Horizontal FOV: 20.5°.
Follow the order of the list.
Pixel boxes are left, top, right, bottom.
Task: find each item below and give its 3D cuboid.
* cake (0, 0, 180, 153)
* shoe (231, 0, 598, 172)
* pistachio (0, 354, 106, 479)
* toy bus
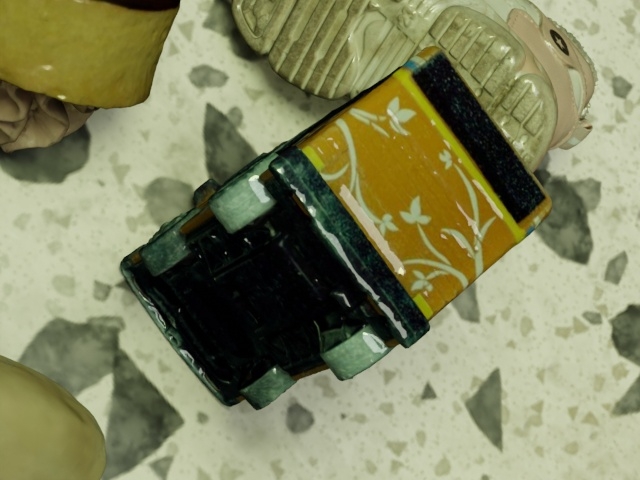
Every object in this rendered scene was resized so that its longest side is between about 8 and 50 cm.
[{"bbox_3d":[-0.206,-0.144,1.302,0.185,0.208,0.178,-15,124,-60],"label":"cake"},{"bbox_3d":[0.072,-0.176,1.446,0.351,0.172,0.198,52,26,14],"label":"shoe"},{"bbox_3d":[-0.262,0.140,1.241,0.223,0.126,0.152,8,62,-32],"label":"pistachio"},{"bbox_3d":[0.000,0.000,1.277,0.194,0.323,0.162,-40,96,-27],"label":"toy bus"}]
